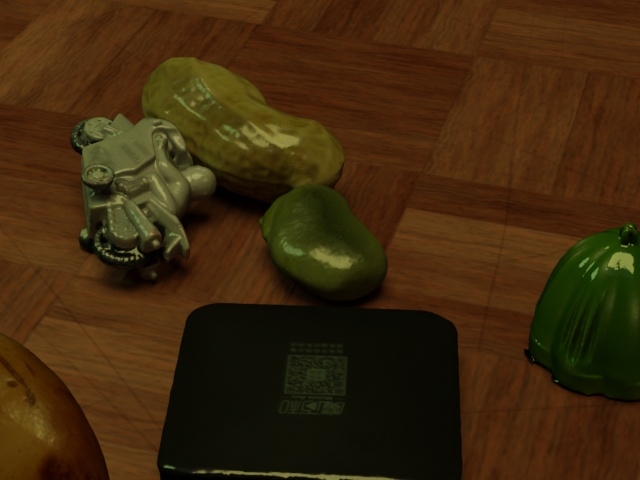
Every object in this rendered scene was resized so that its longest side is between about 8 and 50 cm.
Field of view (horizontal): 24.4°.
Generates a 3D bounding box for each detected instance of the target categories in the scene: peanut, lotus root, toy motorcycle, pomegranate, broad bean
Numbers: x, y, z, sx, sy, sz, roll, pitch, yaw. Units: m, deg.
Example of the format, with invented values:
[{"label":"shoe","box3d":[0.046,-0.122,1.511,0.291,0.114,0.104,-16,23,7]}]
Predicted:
[{"label":"peanut","box3d":[-0.101,-0.133,1.858,0.147,0.147,0.305,-28,46,-34]},{"label":"lotus root","box3d":[0.316,0.052,1.572,0.186,0.186,0.186,0,35,0]},{"label":"toy motorcycle","box3d":[-0.208,-0.065,1.772,0.171,0.110,0.260,-6,45,-15]},{"label":"pomegranate","box3d":[-0.323,0.224,1.220,0.319,0.319,0.319,0,35,0]},{"label":"broad bean","box3d":[0.000,0.000,1.714,0.124,0.082,0.174,-14,37,-18]}]

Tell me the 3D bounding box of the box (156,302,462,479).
[{"label":"box","box3d":[-0.005,0.165,1.490,0.290,0.073,0.289,2,35,2]}]
